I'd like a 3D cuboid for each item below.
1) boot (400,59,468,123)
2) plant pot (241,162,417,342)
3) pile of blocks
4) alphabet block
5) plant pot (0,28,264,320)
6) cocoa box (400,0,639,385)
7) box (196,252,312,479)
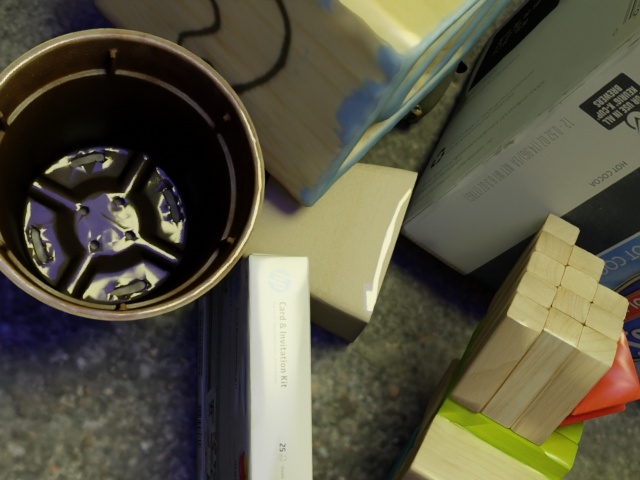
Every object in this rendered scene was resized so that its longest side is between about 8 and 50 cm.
[{"bbox_3d":[0.018,-0.109,0.711,0.137,0.077,0.198,39,74,-11],"label":"boot"},{"bbox_3d":[0.000,0.000,0.671,0.096,0.109,0.109,19,76,0],"label":"plant pot"},{"bbox_3d":[0.102,0.167,0.608,0.112,0.149,0.362,30,109,6],"label":"pile of blocks"},{"bbox_3d":[0.005,-0.177,0.578,0.197,0.192,0.193,43,59,3],"label":"alphabet block"},{"bbox_3d":[-0.134,-0.026,0.604,0.167,0.165,0.167,3,80,-15],"label":"plant pot"},{"bbox_3d":[0.254,-0.089,0.605,0.228,0.347,0.231,33,59,-8],"label":"cocoa box"},{"bbox_3d":[-0.047,0.093,0.595,0.038,0.186,0.145,2,79,-15],"label":"box"}]
